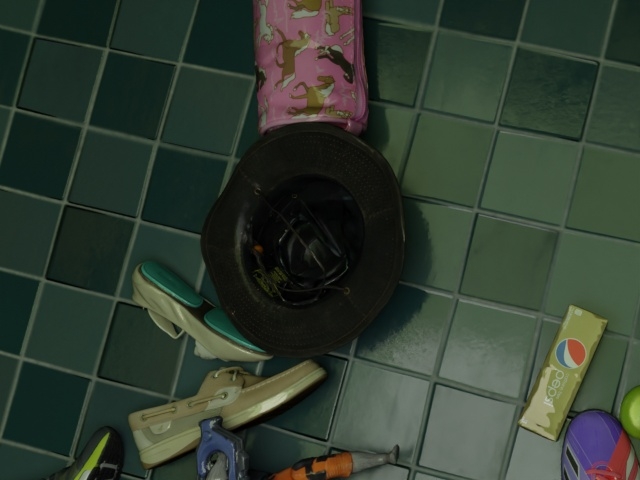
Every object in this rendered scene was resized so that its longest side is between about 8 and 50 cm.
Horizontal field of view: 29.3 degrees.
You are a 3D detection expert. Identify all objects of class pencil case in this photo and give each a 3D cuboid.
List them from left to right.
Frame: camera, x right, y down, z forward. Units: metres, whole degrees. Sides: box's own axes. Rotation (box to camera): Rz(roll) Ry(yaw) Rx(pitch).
[{"bbox_3d":[-0.012,-0.326,1.779,0.160,0.167,0.386,3,81,-23],"label":"pencil case"}]

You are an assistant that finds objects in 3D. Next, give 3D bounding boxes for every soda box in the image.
[{"bbox_3d":[0.330,0.181,1.672,0.058,0.061,0.181,23,87,14],"label":"soda box"}]

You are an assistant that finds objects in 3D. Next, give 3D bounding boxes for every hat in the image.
[{"bbox_3d":[0.000,0.000,1.737,0.331,0.134,0.331,1,92,28],"label":"hat"}]

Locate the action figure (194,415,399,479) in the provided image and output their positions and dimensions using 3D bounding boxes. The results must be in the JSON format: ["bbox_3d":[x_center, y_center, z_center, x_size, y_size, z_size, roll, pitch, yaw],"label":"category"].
[{"bbox_3d":[-0.065,0.411,1.678,0.330,0.178,0.341,4,89,17],"label":"action figure"}]

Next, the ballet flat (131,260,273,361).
[{"bbox_3d":[-0.179,0.123,1.794,0.248,0.086,0.086,34,90,16],"label":"ballet flat"}]

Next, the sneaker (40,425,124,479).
[{"bbox_3d":[-0.406,0.383,1.784,0.121,0.111,0.300,39,89,19],"label":"sneaker"}]

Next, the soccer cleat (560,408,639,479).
[{"bbox_3d":[0.371,0.381,1.604,0.109,0.116,0.318,-2,81,12],"label":"soccer cleat"}]

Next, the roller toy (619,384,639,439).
[{"bbox_3d":[0.515,0.235,1.579,0.209,0.146,0.191,-34,77,5],"label":"roller toy"}]

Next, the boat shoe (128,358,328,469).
[{"bbox_3d":[-0.137,0.227,1.748,0.302,0.109,0.098,-26,78,13],"label":"boat shoe"}]
